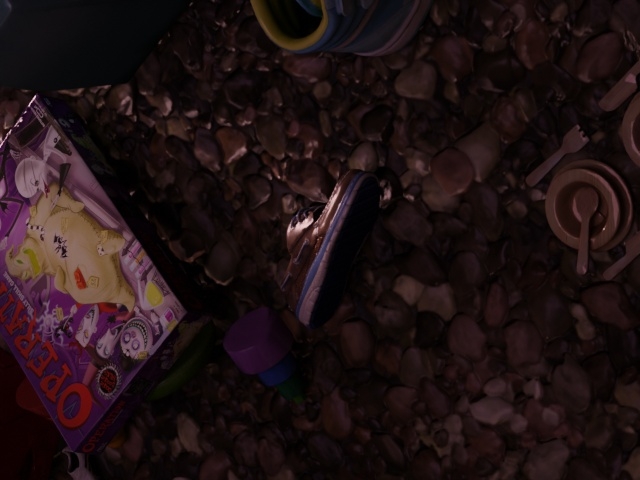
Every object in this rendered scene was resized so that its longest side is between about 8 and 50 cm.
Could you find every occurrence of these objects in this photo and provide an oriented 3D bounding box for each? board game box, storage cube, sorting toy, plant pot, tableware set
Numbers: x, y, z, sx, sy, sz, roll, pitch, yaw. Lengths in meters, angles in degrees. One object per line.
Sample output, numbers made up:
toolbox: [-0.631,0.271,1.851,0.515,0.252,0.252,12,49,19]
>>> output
board game box: [-0.268,0.031,1.913,0.208,0.056,0.347,-53,55,23]
storage cube: [-0.439,0.236,2.087,0.215,0.193,0.184,32,119,27]
sorting toy: [-0.160,0.162,1.940,0.365,0.127,0.126,-13,124,35]
plant pot: [-0.279,-0.253,1.808,0.166,0.234,0.165,54,126,13]
tableware set: [0.266,-0.060,1.582,0.128,0.039,0.194,52,126,14]

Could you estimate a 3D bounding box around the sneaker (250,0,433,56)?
sneaker: [0.046,-0.293,1.574,0.127,0.208,0.319,34,119,25]

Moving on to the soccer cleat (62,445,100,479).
soccer cleat: [-0.272,0.271,2.072,0.029,0.035,0.083,-18,91,38]

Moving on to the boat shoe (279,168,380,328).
boat shoe: [0.000,0.000,1.778,0.066,0.066,0.183,37,121,25]
